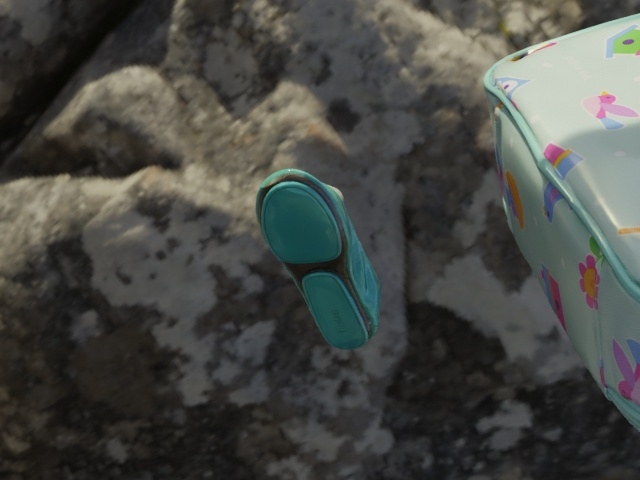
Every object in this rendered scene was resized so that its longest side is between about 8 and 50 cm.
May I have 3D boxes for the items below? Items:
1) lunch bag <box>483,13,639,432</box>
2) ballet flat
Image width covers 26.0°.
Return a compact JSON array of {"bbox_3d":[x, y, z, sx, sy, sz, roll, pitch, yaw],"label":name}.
[{"bbox_3d":[0.216,-0.023,0.676,0.224,0.108,0.279,-15,33,-4],"label":"lunch bag"},{"bbox_3d":[0.000,0.000,1.323,0.247,0.083,0.087,67,24,-44],"label":"ballet flat"}]
